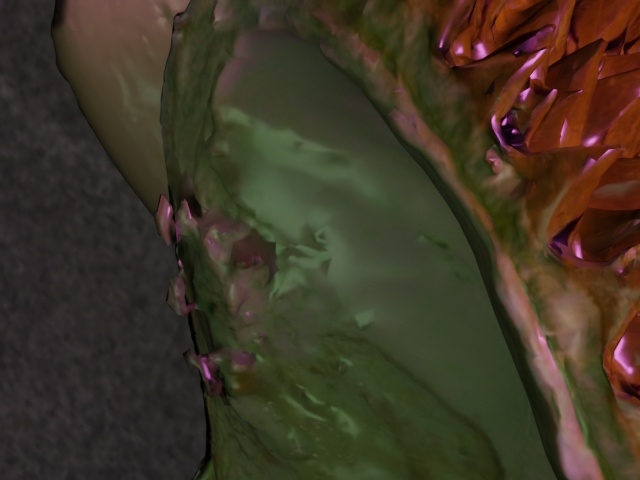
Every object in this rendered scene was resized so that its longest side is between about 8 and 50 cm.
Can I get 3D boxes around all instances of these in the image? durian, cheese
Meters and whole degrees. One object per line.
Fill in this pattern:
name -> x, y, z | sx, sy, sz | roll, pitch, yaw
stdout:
durian -> 0.036, 0.083, 0.539 | 0.198, 0.163, 0.394 | 7, 120, 5
cheese -> 0.000, 0.000, 0.620 | 0.127, 0.054, 0.251 | -15, 103, 35
